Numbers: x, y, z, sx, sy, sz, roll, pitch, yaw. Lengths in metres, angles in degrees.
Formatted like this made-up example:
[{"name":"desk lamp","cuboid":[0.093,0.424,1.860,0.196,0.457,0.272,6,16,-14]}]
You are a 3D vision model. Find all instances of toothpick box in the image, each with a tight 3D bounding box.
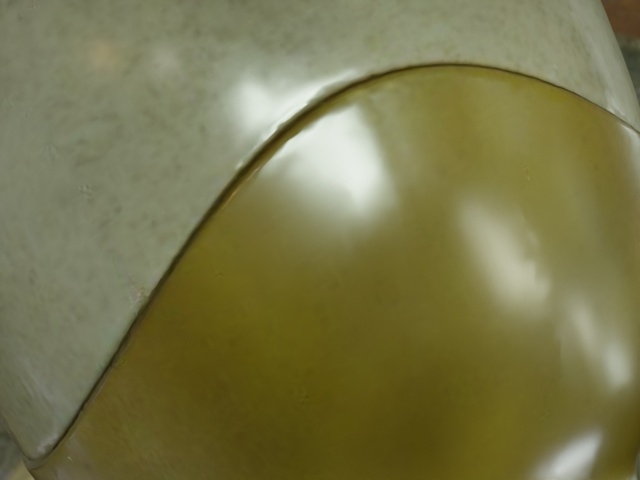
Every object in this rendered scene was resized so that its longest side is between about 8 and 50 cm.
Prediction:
[{"name":"toothpick box","cuboid":[0.000,0.000,0.811,0.409,0.409,0.425,-20,100,10]}]
